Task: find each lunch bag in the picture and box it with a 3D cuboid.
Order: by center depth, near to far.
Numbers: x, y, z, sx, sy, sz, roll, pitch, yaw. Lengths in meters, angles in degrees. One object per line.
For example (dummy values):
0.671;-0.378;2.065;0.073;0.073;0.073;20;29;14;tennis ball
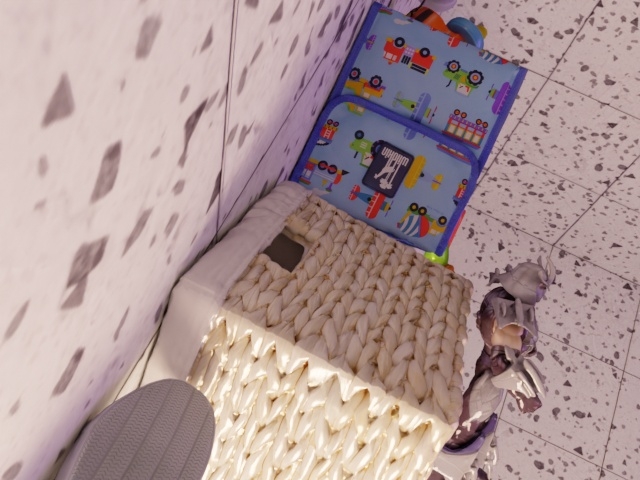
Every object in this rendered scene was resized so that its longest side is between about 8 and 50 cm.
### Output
0.105;-0.127;0.970;0.138;0.221;0.293;96;19;-78;lunch bag

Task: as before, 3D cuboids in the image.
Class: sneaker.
-0.165;0.200;0.510;0.091;0.094;0.258;-44;-175;37;sneaker

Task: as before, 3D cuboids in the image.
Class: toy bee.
0.185;-0.318;1.175;0.162;0.195;0.298;23;-48;59;toy bee

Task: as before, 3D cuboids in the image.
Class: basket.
-0.022;0.160;0.774;0.328;0.266;0.331;-55;168;-65;basket

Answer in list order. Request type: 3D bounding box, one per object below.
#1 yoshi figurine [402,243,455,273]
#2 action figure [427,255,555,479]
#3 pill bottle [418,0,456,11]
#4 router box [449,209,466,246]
0.112;-0.081;1.179;0.204;0.203;0.362;-25;108;-38;yoshi figurine
0.183;0.143;0.765;0.185;0.099;0.285;-31;141;-66;action figure
0.210;-0.456;1.169;0.184;0.103;0.103;106;10;-69;pill bottle
0.126;0.021;1.675;0.082;0.301;0.335;20;94;-87;router box
